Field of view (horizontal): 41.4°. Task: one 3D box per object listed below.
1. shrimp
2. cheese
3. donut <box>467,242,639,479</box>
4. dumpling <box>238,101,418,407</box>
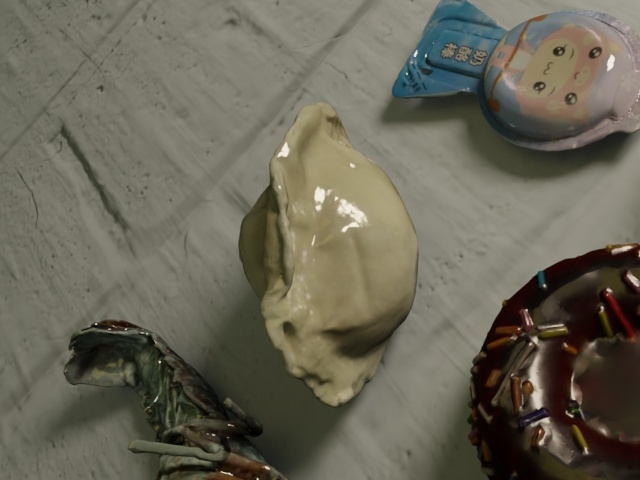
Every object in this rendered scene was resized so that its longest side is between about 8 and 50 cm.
[{"bbox_3d":[-0.108,0.204,0.704,0.411,0.165,0.222,-122,43,-51],"label":"shrimp"},{"bbox_3d":[0.178,-0.150,0.742,0.244,0.052,0.135,26,83,39],"label":"cheese"},{"bbox_3d":[0.206,0.104,0.565,0.235,0.089,0.235,-11,58,18],"label":"donut"},{"bbox_3d":[0.000,0.000,0.697,0.146,0.193,0.258,-8,61,25],"label":"dumpling"}]
